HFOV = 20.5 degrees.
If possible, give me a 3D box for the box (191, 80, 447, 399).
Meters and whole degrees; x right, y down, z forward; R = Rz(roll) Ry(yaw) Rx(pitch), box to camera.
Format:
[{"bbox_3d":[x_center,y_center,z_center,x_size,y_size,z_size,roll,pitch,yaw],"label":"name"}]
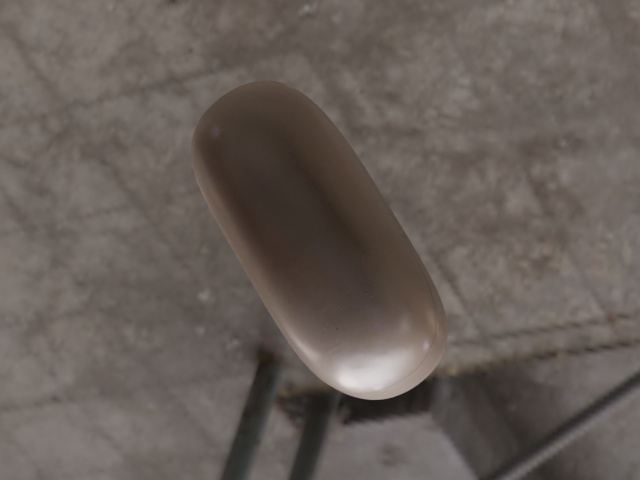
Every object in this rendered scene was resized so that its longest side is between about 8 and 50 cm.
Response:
[{"bbox_3d":[0.000,0.000,1.028,0.088,0.200,0.146,-34,165,7],"label":"box"}]
